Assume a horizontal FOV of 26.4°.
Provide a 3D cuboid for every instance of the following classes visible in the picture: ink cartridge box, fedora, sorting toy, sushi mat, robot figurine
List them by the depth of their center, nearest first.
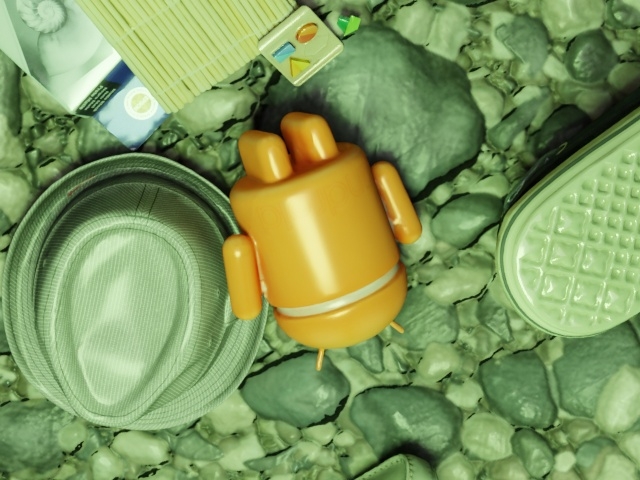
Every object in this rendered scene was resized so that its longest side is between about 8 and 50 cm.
[{"bbox_3d":[-0.144,-0.245,1.085,0.151,0.019,0.316,-34,131,5],"label":"sushi mat"},{"bbox_3d":[-0.173,-0.220,1.159,0.224,0.045,0.223,42,102,-11],"label":"ink cartridge box"},{"bbox_3d":[-0.006,-0.174,1.175,0.083,0.012,0.062,-38,134,11],"label":"sorting toy"},{"bbox_3d":[-0.002,0.001,1.181,0.128,0.158,0.219,-10,109,33],"label":"robot figurine"},{"bbox_3d":[-0.170,0.066,1.202,0.244,0.124,0.275,18,106,-4],"label":"fedora"}]

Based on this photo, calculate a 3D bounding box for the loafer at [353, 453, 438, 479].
[{"bbox_3d":[-0.024,0.305,1.279,0.319,0.112,0.111,-44,110,12],"label":"loafer"}]

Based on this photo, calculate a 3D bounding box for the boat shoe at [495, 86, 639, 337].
[{"bbox_3d":[0.354,-0.094,1.143,0.500,0.156,0.186,-33,99,-2],"label":"boat shoe"}]
